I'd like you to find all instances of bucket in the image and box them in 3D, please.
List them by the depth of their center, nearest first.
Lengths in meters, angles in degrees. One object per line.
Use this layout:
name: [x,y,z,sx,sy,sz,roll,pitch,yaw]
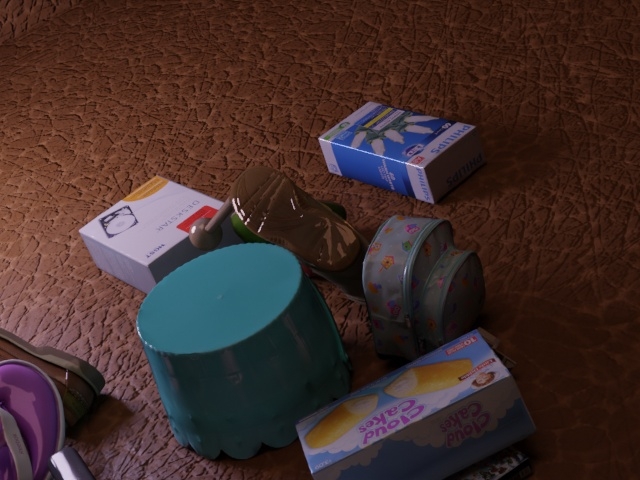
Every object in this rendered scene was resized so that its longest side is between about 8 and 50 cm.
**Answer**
bucket: [-0.110,0.144,1.848,0.281,0.183,0.281,-14,32,9]

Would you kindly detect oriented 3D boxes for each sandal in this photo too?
sandal: [-0.453,0.323,1.798,0.169,0.102,0.416,17,50,-2]

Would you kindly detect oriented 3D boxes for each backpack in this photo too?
backpack: [0.137,0.061,1.820,0.144,0.188,0.166,4,39,35]

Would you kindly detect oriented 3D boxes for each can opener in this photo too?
can opener: [-0.308,0.370,1.728,0.095,0.076,0.283,-31,32,-15]

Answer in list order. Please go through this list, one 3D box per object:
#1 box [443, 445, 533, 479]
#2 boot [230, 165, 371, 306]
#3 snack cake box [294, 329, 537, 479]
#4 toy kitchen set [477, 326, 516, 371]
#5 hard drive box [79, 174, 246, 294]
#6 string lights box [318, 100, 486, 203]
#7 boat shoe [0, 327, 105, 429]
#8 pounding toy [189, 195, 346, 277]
box: [0.173,0.286,1.611,0.137,0.027,0.094,-32,32,-16]
boot: [0.000,0.000,1.956,0.262,0.203,0.095,32,86,36]
snack cake box: [0.112,0.227,1.637,0.264,0.089,0.152,-27,18,-1]
toy kitchen set: [0.204,0.174,1.731,0.068,0.083,0.075,32,48,3]
hard drive box: [-0.266,-0.005,2.259,0.181,0.089,0.232,-39,36,-24]
string lights box: [0.135,-0.151,2.248,0.133,0.076,0.260,-38,35,-27]
boat shoe: [-0.475,0.206,2.030,0.307,0.110,0.104,10,54,33]
pounding toy: [-0.070,0.008,2.089,0.237,0.110,0.183,2,-15,-29]
